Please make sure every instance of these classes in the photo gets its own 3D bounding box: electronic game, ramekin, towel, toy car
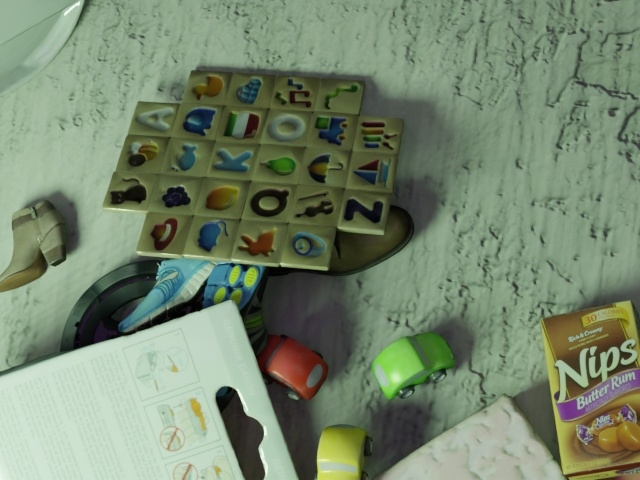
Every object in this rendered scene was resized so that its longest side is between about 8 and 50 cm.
[{"bbox_3d":[-0.206,0.136,1.490,0.229,0.048,0.229,-1,77,2],"label":"electronic game"},{"bbox_3d":[-0.429,-0.315,1.496,0.127,0.273,0.273,37,88,25],"label":"ramekin"},{"bbox_3d":[0.179,0.392,1.388,0.317,0.053,0.332,-34,78,2],"label":"towel"},{"bbox_3d":[0.051,0.168,1.424,0.225,0.053,0.239,-27,62,-5],"label":"toy car"}]

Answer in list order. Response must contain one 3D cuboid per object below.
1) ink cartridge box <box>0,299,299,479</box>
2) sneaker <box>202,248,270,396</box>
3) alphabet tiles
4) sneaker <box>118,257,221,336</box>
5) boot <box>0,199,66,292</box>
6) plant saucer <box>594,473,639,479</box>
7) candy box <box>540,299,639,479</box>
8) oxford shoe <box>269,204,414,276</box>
[{"bbox_3d":[-0.227,0.266,1.423,0.384,0.091,0.308,-19,93,3],"label":"ink cartridge box"},{"bbox_3d":[-0.097,0.092,1.431,0.067,0.078,0.188,17,96,31],"label":"sneaker"},{"bbox_3d":[-0.079,-0.092,1.463,0.342,0.011,0.285,5,56,9],"label":"alphabet tiles"},{"bbox_3d":[-0.179,0.062,1.461,0.162,0.063,0.073,-40,59,-11],"label":"sneaker"},{"bbox_3d":[-0.376,0.005,1.546,0.118,0.042,0.087,-25,72,3],"label":"boot"},{"bbox_3d":[0.406,0.255,1.381,0.199,0.037,0.200,-1,81,10],"label":"plant saucer"},{"bbox_3d":[0.318,0.170,1.369,0.109,0.053,0.187,-14,62,19],"label":"candy box"},{"bbox_3d":[0.000,0.000,1.456,0.227,0.096,0.083,-11,78,6],"label":"oxford shoe"}]
